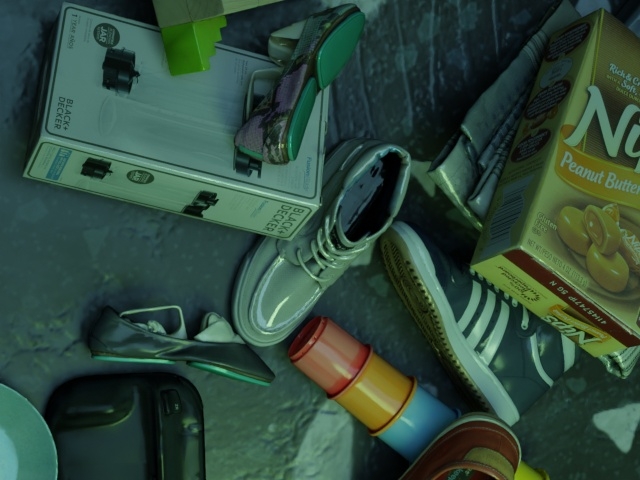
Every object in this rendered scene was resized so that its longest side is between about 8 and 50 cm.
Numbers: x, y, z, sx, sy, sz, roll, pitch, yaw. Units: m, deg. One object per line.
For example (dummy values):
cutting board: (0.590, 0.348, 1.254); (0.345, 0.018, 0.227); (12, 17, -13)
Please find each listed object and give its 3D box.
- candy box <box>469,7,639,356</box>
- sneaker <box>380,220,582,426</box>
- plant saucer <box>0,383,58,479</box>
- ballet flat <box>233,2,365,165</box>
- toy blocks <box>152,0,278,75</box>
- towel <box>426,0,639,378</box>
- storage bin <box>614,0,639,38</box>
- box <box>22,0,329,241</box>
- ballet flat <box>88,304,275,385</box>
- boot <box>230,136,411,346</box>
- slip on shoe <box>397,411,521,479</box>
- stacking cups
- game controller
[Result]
candy box: (0.289, -0.062, 1.709); (0.183, 0.087, 0.316); (35, 59, -22)
sneaker: (0.182, 0.062, 1.781); (0.153, 0.099, 0.282); (-36, 116, -10)
plant saucer: (-0.366, 0.232, 1.668); (0.195, 0.037, 0.195); (-1, 93, -17)
ballet flat: (-0.027, -0.166, 1.649); (0.079, 0.077, 0.221); (15, 54, 16)
toy blocks: (-0.072, -0.381, 1.645); (0.261, 0.190, 0.382); (-23, 103, -46)
towel: (0.298, -0.067, 1.794); (0.324, 0.056, 0.312); (45, 59, -12)
storage bin: (0.395, -0.230, 1.855); (0.135, 0.098, 0.091); (44, 90, -14)
box: (-0.141, -0.117, 1.663); (0.289, 0.087, 0.169); (12, 60, -17)
ballet flat: (-0.140, 0.104, 1.716); (0.203, 0.074, 0.074); (11, 89, -15)
boot: (0.000, 0.000, 1.723); (0.095, 0.123, 0.258); (33, 83, -15)
slip on shoe: (0.095, 0.326, 1.733); (0.123, 0.101, 0.331); (33, 111, -8)
stacking cups: (0.104, 0.199, 1.776); (0.316, 0.096, 0.096); (38, 81, -15)
game controller: (-0.201, 0.298, 1.717); (0.166, 0.067, 0.319); (-2, 92, -2)
